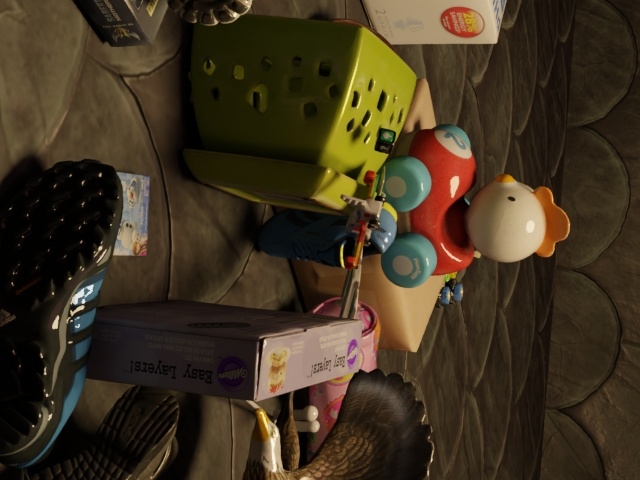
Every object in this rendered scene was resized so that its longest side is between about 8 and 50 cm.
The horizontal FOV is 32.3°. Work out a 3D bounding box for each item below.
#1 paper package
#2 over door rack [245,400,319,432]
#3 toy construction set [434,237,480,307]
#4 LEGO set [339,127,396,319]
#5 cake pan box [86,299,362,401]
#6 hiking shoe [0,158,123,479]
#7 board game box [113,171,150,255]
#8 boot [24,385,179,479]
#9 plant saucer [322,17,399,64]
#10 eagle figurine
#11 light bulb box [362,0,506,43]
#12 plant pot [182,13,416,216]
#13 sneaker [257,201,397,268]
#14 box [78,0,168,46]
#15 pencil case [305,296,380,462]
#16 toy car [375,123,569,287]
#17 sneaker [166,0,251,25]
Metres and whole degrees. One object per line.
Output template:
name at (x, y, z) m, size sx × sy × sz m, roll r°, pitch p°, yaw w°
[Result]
paper package at (0.081, -0.041, 1.698) m, size 0.309 × 0.168 × 0.324 m, roll -61°, pitch 144°, yaw -46°
over door rack at (-0.086, 0.316, 1.419) m, size 0.324 × 0.108 × 0.239 m, roll 43°, pitch 52°, yaw -60°
toy construction set at (0.219, 0.016, 2.066) m, size 0.328 × 0.151 × 0.215 m, roll -1°, pitch 93°, yaw -56°
LEGO set at (0.038, -0.006, 1.295) m, size 0.182 × 0.060 × 0.244 m, roll -80°, pitch -175°, yaw -65°
cake pan box at (-0.112, 0.108, 1.167) m, size 0.267 × 0.246 × 0.070 m, roll -2°, pitch 97°, yaw -67°
hiking shoe at (-0.260, 0.065, 1.031) m, size 0.132 × 0.113 × 0.304 m, roll 96°, pitch 9°, yaw -62°
board game box at (-0.217, -0.028, 1.193) m, size 0.090 × 0.020 × 0.090 m, roll 2°, pitch 90°, yaw -65°
boot at (-0.226, 0.263, 1.105) m, size 0.246 × 0.083 × 0.161 m, roll -43°, pitch 162°, yaw -28°
plant saucer at (0.056, -0.275, 1.642) m, size 0.029 × 0.168 × 0.168 m, roll -54°, pitch -177°, yaw 42°
eagle figurine at (-0.034, 0.270, 1.206) m, size 0.298 × 0.226 × 0.225 m, roll -25°, pitch 145°, yaw -49°
light bulb box at (0.189, -0.572, 1.825) m, size 0.358 × 0.225 × 0.361 m, roll 63°, pitch 38°, yaw -50°
plant pot at (-0.029, -0.147, 1.373) m, size 0.227 × 0.228 × 0.207 m, roll 20°, pitch 79°, yaw -67°
sneaker at (0.000, 0.000, 1.459) m, size 0.069 × 0.209 × 0.082 m, roll 60°, pitch 35°, yaw -36°
box at (-0.201, -0.348, 1.152) m, size 0.183 × 0.059 × 0.232 m, roll 58°, pitch 40°, yaw -50°
pencil case at (0.029, 0.227, 1.621) m, size 0.124 × 0.124 × 0.284 m, roll -51°, pitch 146°, yaw -54°
toy car at (0.225, -0.050, 1.520) m, size 0.219 × 0.238 × 0.210 m, roll -39°, pitch 127°, yaw -59°
sneaker at (-0.138, -0.390, 1.102) m, size 0.147 × 0.130 × 0.330 m, roll -81°, pitch 162°, yaw -55°
